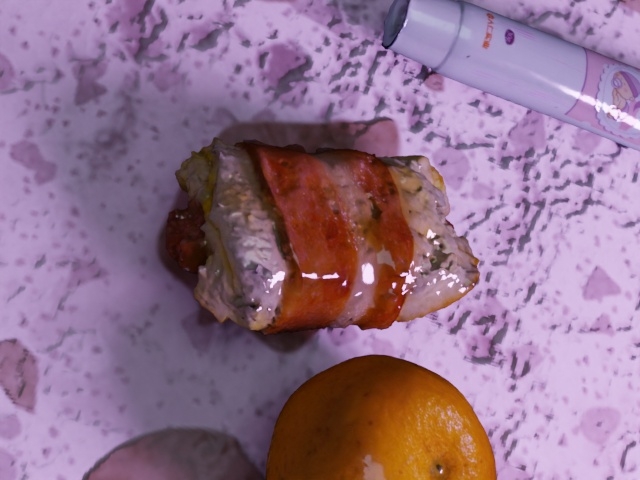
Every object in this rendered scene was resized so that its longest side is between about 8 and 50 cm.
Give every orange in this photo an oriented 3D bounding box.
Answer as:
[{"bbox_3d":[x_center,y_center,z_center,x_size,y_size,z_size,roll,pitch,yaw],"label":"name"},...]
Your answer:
[{"bbox_3d":[0.035,0.151,0.683,0.155,0.134,0.154,17,62,-36],"label":"orange"}]

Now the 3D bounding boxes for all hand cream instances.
[{"bbox_3d":[0.204,-0.116,0.840,0.331,0.058,0.085,19,55,-18],"label":"hand cream"}]

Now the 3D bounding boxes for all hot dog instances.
[{"bbox_3d":[0.000,0.000,0.723,0.213,0.103,0.146,7,53,-25],"label":"hot dog"}]
